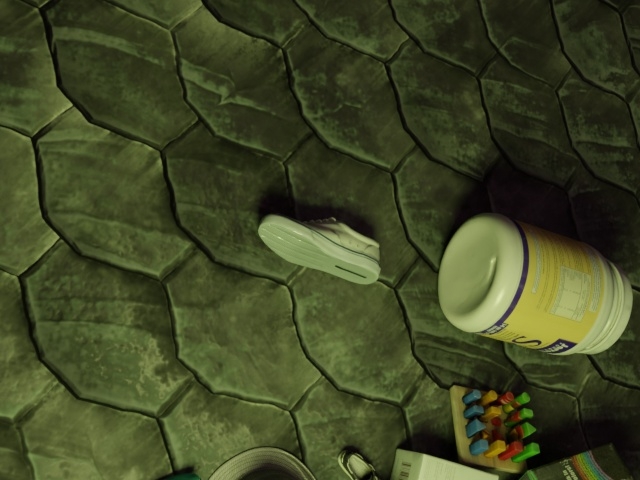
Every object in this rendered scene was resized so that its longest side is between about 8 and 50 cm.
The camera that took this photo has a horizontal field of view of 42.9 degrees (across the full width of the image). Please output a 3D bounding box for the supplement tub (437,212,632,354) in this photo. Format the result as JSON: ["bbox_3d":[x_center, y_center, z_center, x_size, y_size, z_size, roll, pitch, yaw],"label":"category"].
[{"bbox_3d":[0.431,0.097,1.644,0.331,0.241,0.241,17,75,-23],"label":"supplement tub"}]

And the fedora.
[{"bbox_3d":[-0.073,0.499,1.391,0.243,0.124,0.276,-18,90,-28],"label":"fedora"}]

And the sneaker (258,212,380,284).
[{"bbox_3d":[0.000,0.000,1.542,0.258,0.094,0.091,25,50,-24],"label":"sneaker"}]

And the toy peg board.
[{"bbox_3d":[0.352,0.364,1.619,0.160,0.079,0.161,16,51,-24],"label":"toy peg board"}]

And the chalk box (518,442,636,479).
[{"bbox_3d":[0.471,0.544,1.591,0.288,0.179,0.180,-9,52,-26],"label":"chalk box"}]

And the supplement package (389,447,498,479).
[{"bbox_3d":[0.232,0.474,1.557,0.179,0.105,0.105,22,73,-21],"label":"supplement package"}]

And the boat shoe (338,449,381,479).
[{"bbox_3d":[0.085,0.442,1.527,0.046,0.038,0.125,-43,101,-25],"label":"boat shoe"}]

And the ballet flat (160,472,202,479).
[{"bbox_3d":[-0.276,0.435,1.350,0.168,0.057,0.052,-12,115,-24],"label":"ballet flat"}]
